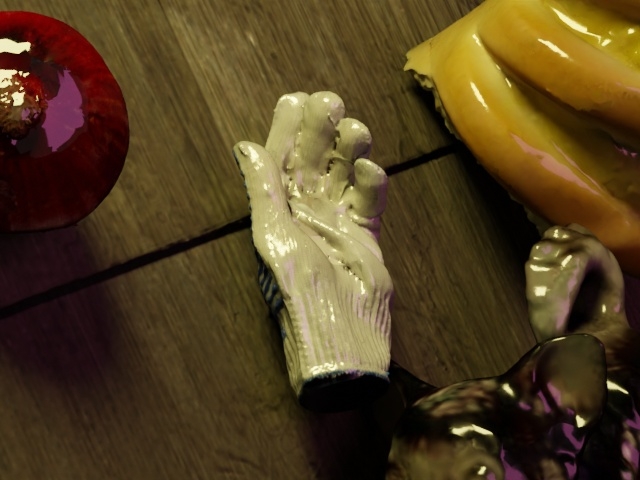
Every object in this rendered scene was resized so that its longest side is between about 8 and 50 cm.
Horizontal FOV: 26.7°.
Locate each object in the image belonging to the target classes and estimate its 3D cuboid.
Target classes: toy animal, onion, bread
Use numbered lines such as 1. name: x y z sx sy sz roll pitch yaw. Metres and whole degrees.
1. toy animal: 0.152 0.149 0.960 0.344 0.194 0.302 -12 86 -50
2. onion: -0.174 -0.064 0.773 0.131 0.131 0.131 21 58 -38
3. bread: 0.259 -0.105 1.109 0.316 0.270 0.211 33 39 -31

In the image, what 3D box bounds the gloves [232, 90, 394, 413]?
1. gloves: -0.003 0.004 0.933 0.119 0.097 0.229 8 73 -39
